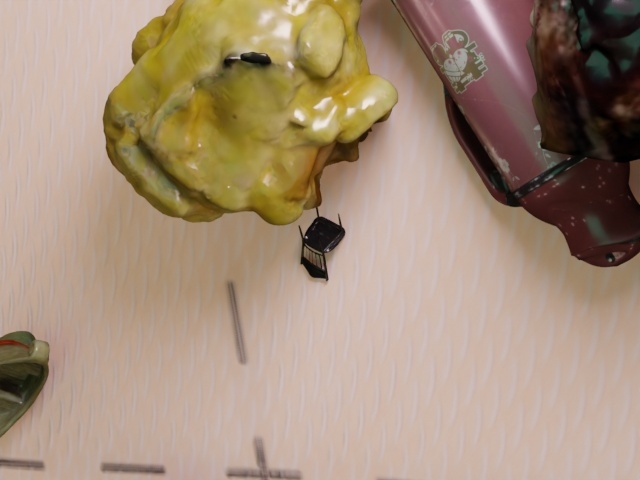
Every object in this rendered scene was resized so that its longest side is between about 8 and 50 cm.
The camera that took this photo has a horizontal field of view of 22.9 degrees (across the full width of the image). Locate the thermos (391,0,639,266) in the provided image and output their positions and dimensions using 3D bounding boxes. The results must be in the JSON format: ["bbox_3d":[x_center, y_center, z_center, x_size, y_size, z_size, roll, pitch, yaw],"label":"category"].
[{"bbox_3d":[0.169,-0.115,1.386,0.136,0.109,0.330,-33,86,20],"label":"thermos"}]

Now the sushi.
[{"bbox_3d":[0.321,-0.202,1.177,0.294,0.281,0.299,7,122,29],"label":"sushi"}]

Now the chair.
[{"bbox_3d":[0.001,-0.001,1.572,0.037,0.042,0.086,31,153,21],"label":"chair"}]

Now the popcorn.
[{"bbox_3d":[-0.067,-0.136,1.468,0.286,0.215,0.252,-44,74,28],"label":"popcorn"}]

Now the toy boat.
[{"bbox_3d":[-0.353,0.158,1.793,0.185,0.089,0.071,-53,31,33],"label":"toy boat"}]
